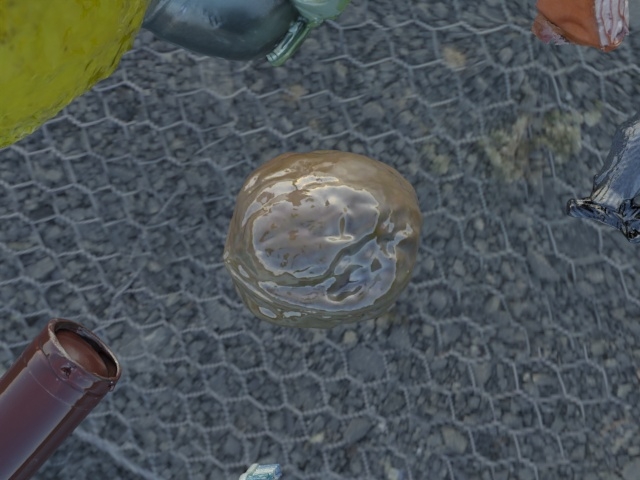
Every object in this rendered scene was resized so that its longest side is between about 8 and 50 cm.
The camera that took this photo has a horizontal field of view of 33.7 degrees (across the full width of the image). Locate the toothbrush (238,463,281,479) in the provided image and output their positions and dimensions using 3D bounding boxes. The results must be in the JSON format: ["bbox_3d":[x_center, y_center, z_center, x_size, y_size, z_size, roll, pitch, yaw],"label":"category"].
[{"bbox_3d":[-0.111,0.298,1.026,0.040,0.386,0.040,3,101,15],"label":"toothbrush"}]

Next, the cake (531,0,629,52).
[{"bbox_3d":[0.365,-0.355,1.390,0.098,0.287,0.135,-35,66,-20],"label":"cake"}]

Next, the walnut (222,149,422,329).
[{"bbox_3d":[0.000,-0.001,1.402,0.273,0.273,0.227,-12,78,14],"label":"walnut"}]

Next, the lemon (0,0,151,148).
[{"bbox_3d":[-0.234,-0.163,0.557,0.268,0.322,0.268,30,132,39],"label":"lemon"}]

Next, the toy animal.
[{"bbox_3d":[0.409,-0.110,1.422,0.121,0.117,0.210,32,123,39],"label":"toy animal"}]

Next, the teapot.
[{"bbox_3d":[-0.090,-0.381,1.478,0.239,0.239,0.321,26,136,-23],"label":"teapot"}]

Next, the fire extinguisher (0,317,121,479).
[{"bbox_3d":[-0.320,0.208,1.093,0.105,0.105,0.269,42,100,1],"label":"fire extinguisher"}]
